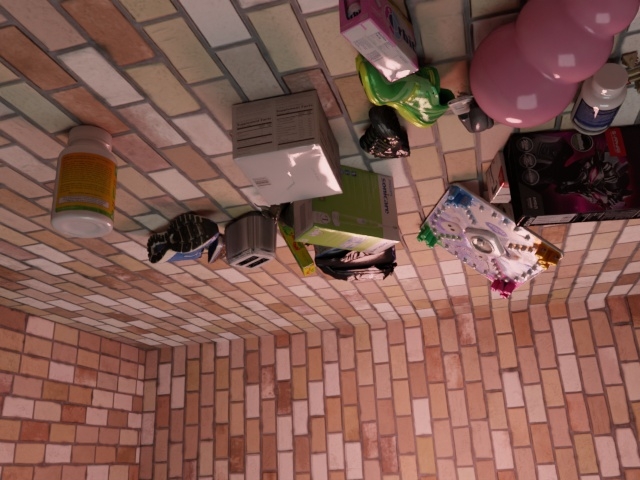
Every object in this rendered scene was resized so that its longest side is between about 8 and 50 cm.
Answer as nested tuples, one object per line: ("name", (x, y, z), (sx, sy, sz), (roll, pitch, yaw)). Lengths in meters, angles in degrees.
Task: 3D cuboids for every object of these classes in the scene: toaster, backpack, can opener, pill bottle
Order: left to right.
("pill bottle", (-0.556, -0.142, 1.421), (0.136, 0.246, 0.136), (-3, 159, -1))
("toaster", (-0.225, 0.003, 1.981), (0.129, 0.146, 0.227), (15, 152, -40))
("backpack", (0.102, 0.006, 1.948), (0.263, 0.213, 0.276), (-15, 152, 4))
("can opener", (0.341, -0.275, 1.334), (0.074, 0.093, 0.280), (-10, 179, 20))
("pill bottle", (0.625, -0.317, 1.336), (0.094, 0.094, 0.169), (-6, 159, 8))

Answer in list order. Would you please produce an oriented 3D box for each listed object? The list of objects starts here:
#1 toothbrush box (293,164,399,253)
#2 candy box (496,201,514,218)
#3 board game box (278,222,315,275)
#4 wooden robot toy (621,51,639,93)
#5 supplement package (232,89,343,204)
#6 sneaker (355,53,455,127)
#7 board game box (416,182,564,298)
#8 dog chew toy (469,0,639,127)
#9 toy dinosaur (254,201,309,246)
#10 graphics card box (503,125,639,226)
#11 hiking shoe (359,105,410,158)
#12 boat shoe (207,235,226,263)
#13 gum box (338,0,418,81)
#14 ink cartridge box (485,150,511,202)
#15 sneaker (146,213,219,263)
("toothbrush box", (0.071, -0.091, 1.693), (0.283, 0.206, 0.122), (8, 156, -28))
("candy box", (0.614, -0.015, 2.030), (0.071, 0.159, 0.233), (-1, 160, -8))
("board game box", (-0.079, 0.023, 2.003), (0.043, 0.181, 0.092), (-28, 161, -8))
("wooden robot toy", (0.709, -0.342, 1.303), (0.173, 0.079, 0.076), (17, 151, -41))
("supplement package", (-0.074, -0.214, 1.439), (0.204, 0.145, 0.262), (-8, 158, 11))
("sneaker", (0.179, -0.332, 1.250), (0.123, 0.109, 0.295), (-31, 153, 34))
("board game box", (0.525, 0.017, 1.940), (0.390, 0.050, 0.390), (34, 158, 6))
("dog chew toy", (0.424, -0.357, 1.082), (0.206, 0.207, 0.332), (7, 149, -25))
("toy dinosaur", (-0.025, -0.090, 1.797), (0.313, 0.121, 0.160), (-20, 123, 7))
("graphics card box", (0.679, -0.165, 1.546), (0.371, 0.233, 0.094), (-3, 163, 3))
("hiking shoe", (0.144, -0.249, 1.459), (0.114, 0.086, 0.227), (-14, 157, 19))
("boat shoe", (-0.365, 0.040, 2.170), (0.066, 0.066, 0.183), (5, 158, -22))
("gum box", (0.103, -0.383, 1.075), (0.062, 0.107, 0.188), (-17, 155, 32))
("ink cartridge box", (0.513, -0.176, 1.679), (0.056, 0.099, 0.135), (-3, 158, -1))
("sneaker", (-0.441, -0.005, 2.005), (0.330, 0.130, 0.147), (-18, 169, 41))
